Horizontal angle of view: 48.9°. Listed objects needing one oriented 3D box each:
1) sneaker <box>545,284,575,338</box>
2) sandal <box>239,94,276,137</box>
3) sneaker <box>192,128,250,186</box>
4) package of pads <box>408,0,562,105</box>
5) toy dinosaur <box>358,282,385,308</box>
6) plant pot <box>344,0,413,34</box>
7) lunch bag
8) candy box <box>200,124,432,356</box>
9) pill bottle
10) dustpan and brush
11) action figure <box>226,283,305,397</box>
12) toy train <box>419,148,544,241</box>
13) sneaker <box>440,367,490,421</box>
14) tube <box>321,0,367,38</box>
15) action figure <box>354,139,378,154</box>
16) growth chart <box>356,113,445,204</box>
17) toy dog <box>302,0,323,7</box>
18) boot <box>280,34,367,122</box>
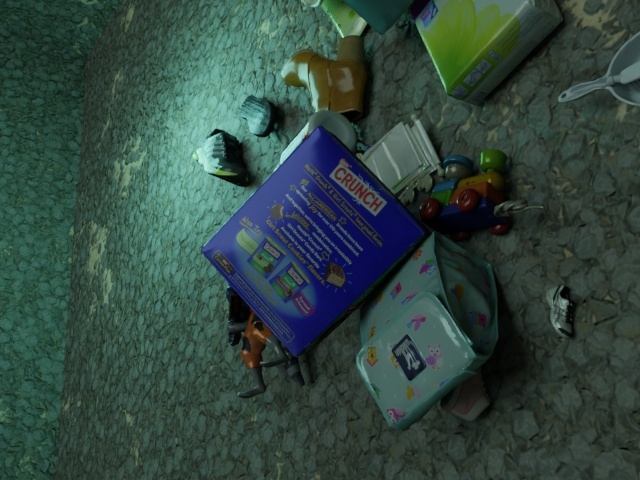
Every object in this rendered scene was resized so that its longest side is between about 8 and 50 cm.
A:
[{"bbox_3d":[0.366,0.105,1.059,0.037,0.031,0.083,-37,49,41],"label":"sneaker"},{"bbox_3d":[-0.164,-0.351,1.969,0.097,0.054,0.254,-56,28,13],"label":"sandal"},{"bbox_3d":[-0.280,-0.247,2.036,0.300,0.111,0.121,38,104,51],"label":"sneaker"},{"bbox_3d":[0.296,-0.430,1.309,0.229,0.101,0.297,-46,44,36],"label":"package of pads"},{"bbox_3d":[0.112,0.132,1.401,0.183,0.053,0.093,-140,55,-61],"label":"toy dinosaur"},{"bbox_3d":[0.113,-0.607,1.420,0.293,0.235,0.293,-54,12,18],"label":"plant pot"},{"bbox_3d":[0.175,0.153,1.148,0.223,0.160,0.262,-49,20,33],"label":"lunch bag"},{"bbox_3d":[-0.007,0.002,1.264,0.317,0.122,0.268,-45,80,12],"label":"candy box"},{"bbox_3d":[-0.019,-0.194,1.621,0.221,0.121,0.121,-42,45,53],"label":"pill bottle"},{"bbox_3d":[0.458,-0.242,1.042,0.211,0.060,0.147,-22,60,49],"label":"dustpan and brush"},{"bbox_3d":[-0.131,0.190,1.619,0.341,0.178,0.330,104,167,-56],"label":"action figure"},{"bbox_3d":[0.290,-0.093,1.197,0.248,0.105,0.144,-12,54,52],"label":"toy train"},{"bbox_3d":[0.250,0.237,1.162,0.134,0.070,0.051,-60,7,-34],"label":"sneaker"},{"bbox_3d":[0.050,-0.571,1.745,0.070,0.062,0.240,76,169,-52],"label":"tube"},{"bbox_3d":[0.113,-0.187,1.531,0.115,0.030,0.038,37,105,51],"label":"action figure"},{"bbox_3d":[0.149,-0.146,1.444,0.237,0.021,0.172,-32,67,45],"label":"growth chart"},{"bbox_3d":[0.025,-0.838,1.642,0.408,0.284,0.395,-50,-8,-18],"label":"toy dog"},{"bbox_3d":[-0.005,-0.354,1.694,0.295,0.104,0.211,-11,68,48],"label":"boot"}]
